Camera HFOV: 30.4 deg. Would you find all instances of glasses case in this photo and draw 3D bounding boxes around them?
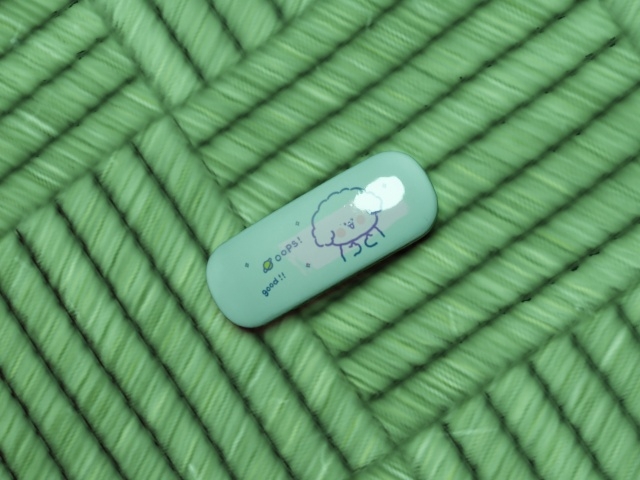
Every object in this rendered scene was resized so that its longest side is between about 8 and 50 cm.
[{"bbox_3d":[0.000,0.000,0.926,0.197,0.049,0.076,-29,85,10],"label":"glasses case"}]
